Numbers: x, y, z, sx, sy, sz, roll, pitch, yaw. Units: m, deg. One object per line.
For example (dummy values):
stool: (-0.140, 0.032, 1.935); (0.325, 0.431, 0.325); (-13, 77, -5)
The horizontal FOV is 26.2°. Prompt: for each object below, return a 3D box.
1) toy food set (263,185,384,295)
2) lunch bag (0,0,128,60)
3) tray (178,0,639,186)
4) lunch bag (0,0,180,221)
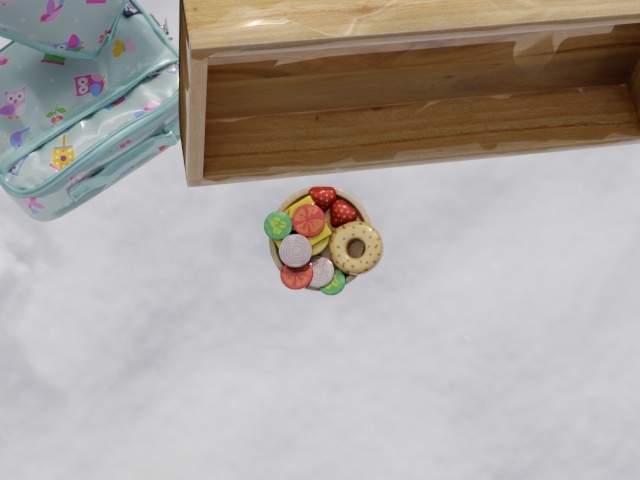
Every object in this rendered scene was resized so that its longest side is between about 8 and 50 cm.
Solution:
toy food set: (0.000, 0.000, 1.041); (0.082, 0.020, 0.083); (-32, 84, 3)
lunch bag: (-0.318, -0.337, 1.520); (0.262, 0.160, 0.223); (20, 116, -24)
tray: (0.094, -0.141, 1.101); (0.411, 0.076, 0.203); (-7, 154, -9)
lunch bag: (-0.286, -0.167, 1.658); (0.279, 0.224, 0.108); (-36, 151, -6)
